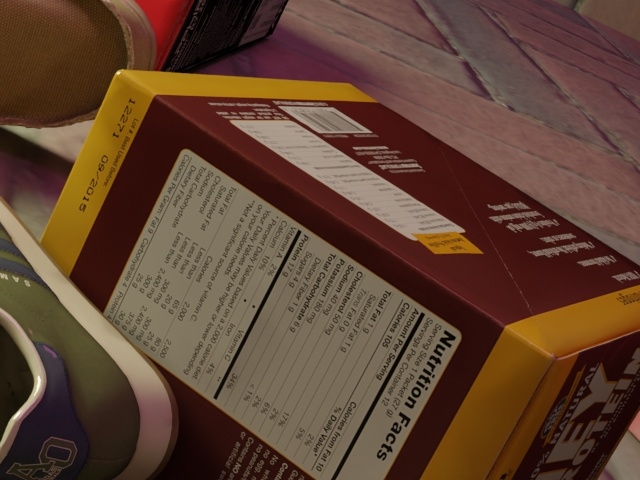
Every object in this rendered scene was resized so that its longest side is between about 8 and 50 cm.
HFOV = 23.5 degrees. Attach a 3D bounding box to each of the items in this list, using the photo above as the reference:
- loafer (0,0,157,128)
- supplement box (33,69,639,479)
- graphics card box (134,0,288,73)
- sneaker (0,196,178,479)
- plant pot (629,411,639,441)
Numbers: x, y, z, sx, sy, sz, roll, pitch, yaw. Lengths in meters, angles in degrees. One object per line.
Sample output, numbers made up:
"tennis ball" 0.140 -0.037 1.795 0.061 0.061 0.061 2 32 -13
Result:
"loafer" -0.213 -0.109 0.764 0.269 0.102 0.092 12 22 -15
"supplement box" 0.017 0.036 0.617 0.194 0.129 0.191 34 18 22
"graphics card box" -0.159 -0.229 1.183 0.233 0.094 0.371 28 18 3
"sneaker" -0.140 0.020 0.538 0.192 0.064 0.086 38 15 22
"plant pot" 0.292 0.058 0.876 0.201 0.180 0.201 24 18 -8
